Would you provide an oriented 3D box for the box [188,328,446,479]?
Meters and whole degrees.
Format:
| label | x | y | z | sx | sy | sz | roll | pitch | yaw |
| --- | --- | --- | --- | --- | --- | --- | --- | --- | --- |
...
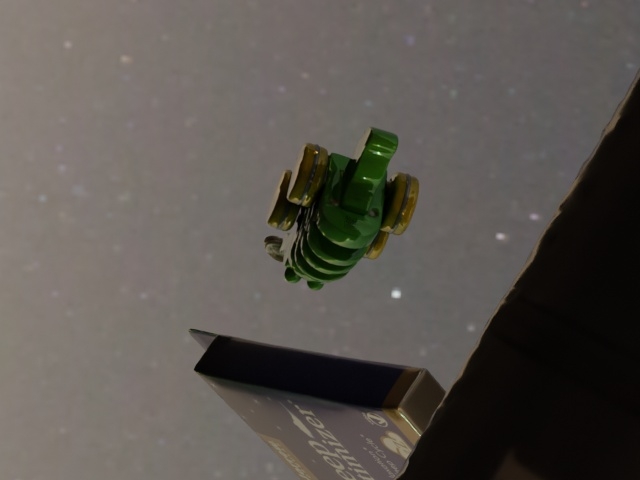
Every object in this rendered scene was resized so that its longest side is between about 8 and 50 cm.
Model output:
| label | x | y | z | sx | sy | sz | roll | pitch | yaw |
| --- | --- | --- | --- | --- | --- | --- | --- | --- | --- |
| box | 0.013 | 0.118 | 1.034 | 0.225 | 0.136 | 0.036 | 7 | -125 | 50 |

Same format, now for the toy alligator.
| label | x | y | z | sx | sy | sz | roll | pitch | yaw |
| --- | --- | --- | --- | --- | --- | --- | --- | --- | --- |
| toy alligator | 0.000 | 0.000 | 0.799 | 0.190 | 0.056 | 0.051 | 132 | -26 | -66 |

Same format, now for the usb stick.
| label | x | y | z | sx | sy | sz | roll | pitch | yaw |
| --- | --- | --- | --- | --- | --- | --- | --- | --- | --- |
| usb stick | 0.035 | 0.082 | 0.331 | 0.077 | 0.045 | 0.278 | 30 | -92 | 27 |
